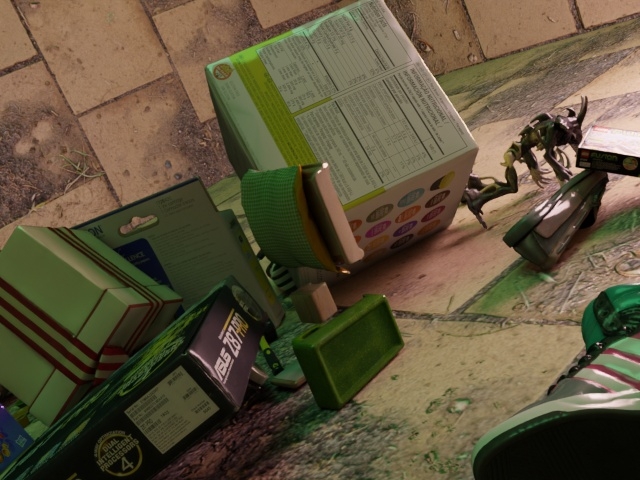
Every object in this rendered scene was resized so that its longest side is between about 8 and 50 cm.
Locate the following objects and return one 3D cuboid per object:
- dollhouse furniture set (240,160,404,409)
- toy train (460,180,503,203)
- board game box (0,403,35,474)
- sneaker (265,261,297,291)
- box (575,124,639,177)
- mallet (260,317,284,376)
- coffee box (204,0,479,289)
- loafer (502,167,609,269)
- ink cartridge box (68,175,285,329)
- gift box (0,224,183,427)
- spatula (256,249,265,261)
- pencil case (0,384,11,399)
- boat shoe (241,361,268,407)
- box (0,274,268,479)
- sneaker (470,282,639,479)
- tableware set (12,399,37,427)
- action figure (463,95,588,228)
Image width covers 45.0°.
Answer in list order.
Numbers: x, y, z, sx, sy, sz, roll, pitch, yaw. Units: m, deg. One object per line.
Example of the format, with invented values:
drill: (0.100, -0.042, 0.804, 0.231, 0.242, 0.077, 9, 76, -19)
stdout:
dollhouse furniture set: (-0.044, 0.057, 1.070, 0.151, 0.302, 0.197, -33, 18, -36)
toy train: (0.303, -0.093, 1.585, 0.158, 0.027, 0.036, -15, 14, 30)
board game box: (-0.569, 0.375, 1.043, 0.347, 0.078, 0.233, -35, 7, 34)
sneaker: (0.000, 0.000, 1.598, 0.281, 0.106, 0.162, -30, 12, -17)
box: (0.514, -0.132, 1.202, 0.207, 0.036, 0.114, 12, 31, 23)
mallet: (-0.080, 0.174, 1.260, 0.062, 0.039, 0.189, -26, 19, -16)
coffee box: (0.034, -0.154, 1.372, 0.334, 0.338, 0.338, -26, -19, -9)
loafer: (0.382, -0.034, 1.199, 0.267, 0.084, 0.096, -31, -15, -38)
ink cartridge box: (-0.264, 0.060, 1.397, 0.303, 0.307, 0.072, -19, 16, 20)
gift box: (-0.399, 0.153, 1.258, 0.276, 0.258, 0.255, -58, -11, 10)
spatula: (-0.129, 0.059, 1.539, 0.296, 0.030, 0.084, -58, 18, -9)
pencil case: (-0.596, 0.197, 1.740, 0.410, 0.160, 0.183, -32, 31, -25)
boat shoe: (-0.144, 0.194, 1.191, 0.069, 0.081, 0.228, -56, 17, -4)
box: (-0.248, 0.231, 0.956, 0.395, 0.097, 0.318, -40, 6, 10)
sneaker: (0.258, 0.126, 0.693, 0.295, 0.124, 0.178, -17, 20, -2)
tableware set: (-0.568, 0.324, 1.520, 0.104, 0.024, 0.154, -27, 15, -7)
action figure: (0.388, -0.137, 1.397, 0.275, 0.141, 0.164, -37, 9, 15)
